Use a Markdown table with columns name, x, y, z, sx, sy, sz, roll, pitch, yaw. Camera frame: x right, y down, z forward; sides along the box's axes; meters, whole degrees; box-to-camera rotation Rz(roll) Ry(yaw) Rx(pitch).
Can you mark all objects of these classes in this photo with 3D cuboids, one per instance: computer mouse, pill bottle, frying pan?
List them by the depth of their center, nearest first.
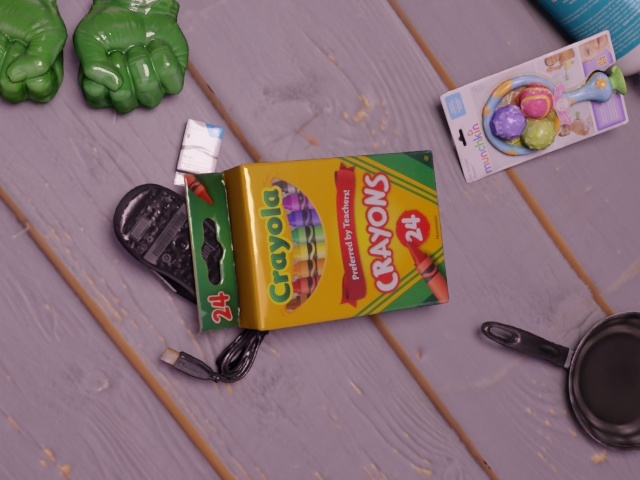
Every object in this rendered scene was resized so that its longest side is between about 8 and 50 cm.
| name | x | y | z | sx | sy | sz | roll | pitch | yaw |
| --- | --- | --- | --- | --- | --- | --- | --- | --- | --- |
| computer mouse | -0.168 | 0.061 | 1.076 | 0.262 | 0.060 | 0.184 | 34 | 77 | -22 |
| pill bottle | 0.403 | -0.326 | 1.177 | 0.264 | 0.146 | 0.146 | 44 | 79 | -9 |
| frying pan | 0.374 | 0.201 | 1.205 | 0.326 | 0.053 | 0.197 | -2 | 89 | -12 |

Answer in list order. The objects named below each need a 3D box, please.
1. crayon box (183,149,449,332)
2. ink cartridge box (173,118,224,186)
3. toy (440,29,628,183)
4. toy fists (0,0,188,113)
| name | x | y | z | sx | sy | sz | roll | pitch | yaw |
| --- | --- | --- | --- | --- | --- | --- | --- | --- | --- |
| crayon box | 0.000 | 0.000 | 1.075 | 0.318 | 0.081 | 0.202 | -7 | 91 | -24 |
| ink cartridge box | -0.156 | -0.108 | 1.095 | 0.048 | 0.028 | 0.083 | 12 | 86 | -13 |
| toy | 0.294 | -0.170 | 1.144 | 0.237 | 0.056 | 0.137 | -22 | 115 | 0 |
| toy fists | -0.299 | -0.232 | 1.030 | 0.279 | 0.096 | 0.142 | 3 | 89 | -15 |
